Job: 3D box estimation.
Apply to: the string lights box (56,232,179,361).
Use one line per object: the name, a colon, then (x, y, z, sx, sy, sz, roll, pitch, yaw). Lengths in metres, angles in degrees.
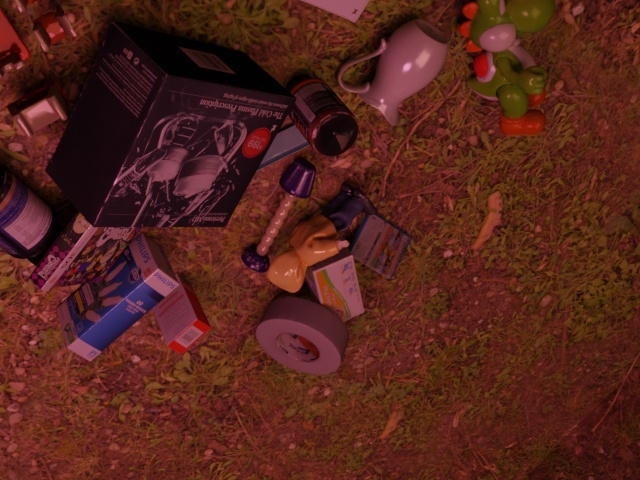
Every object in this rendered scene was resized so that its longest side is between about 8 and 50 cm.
string lights box: (-0.434, 0.120, 1.925, 0.259, 0.133, 0.077, -41, 134, 6)

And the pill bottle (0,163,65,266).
pill bottle: (-0.581, -0.041, 1.721, 0.122, 0.123, 0.219, -34, 140, 1)

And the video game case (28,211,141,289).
video game case: (-0.447, 0.002, 1.793, 0.210, 0.042, 0.232, -49, 170, 10)

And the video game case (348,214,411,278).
video game case: (0.145, 0.012, 2.199, 0.166, 0.015, 0.119, 30, 85, -41)

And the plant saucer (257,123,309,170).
plant saucer: (-0.090, -0.204, 1.929, 0.192, 0.018, 0.067, -27, 133, -7)

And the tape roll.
tape roll: (-0.043, 0.232, 2.175, 0.219, 0.072, 0.219, 16, 143, 12)

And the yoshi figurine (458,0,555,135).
yoshi figurine: (0.438, -0.412, 1.939, 0.203, 0.203, 0.362, -40, 133, -15)

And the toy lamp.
toy lamp: (-0.090, -0.058, 2.007, 0.080, 0.080, 0.275, 13, 121, -35)

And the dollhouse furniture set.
dollhouse furniture set: (-0.544, -0.315, 1.553, 0.262, 0.135, 0.259, -29, 122, -4)

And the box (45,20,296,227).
box: (-0.270, -0.196, 1.661, 0.343, 0.179, 0.313, -2, 130, -52)

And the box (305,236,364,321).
box: (0.026, 0.093, 2.161, 0.103, 0.114, 0.203, -22, 134, -10)

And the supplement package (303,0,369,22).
supplement package: (-0.011, -0.539, 1.568, 0.261, 0.145, 0.204, 14, 131, -28)

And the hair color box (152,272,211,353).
hair color box: (-0.313, 0.161, 1.997, 0.093, 0.167, 0.053, -41, 134, 7)

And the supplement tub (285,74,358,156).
supplement tub: (-0.006, -0.257, 1.806, 0.106, 0.198, 0.106, -14, 130, -17)

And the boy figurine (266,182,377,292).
boy figurine: (0.000, 0.000, 2.019, 0.285, 0.177, 0.092, -48, 123, -11)

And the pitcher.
pitcher: (0.150, -0.365, 1.870, 0.177, 0.125, 0.207, 24, 124, -23)
